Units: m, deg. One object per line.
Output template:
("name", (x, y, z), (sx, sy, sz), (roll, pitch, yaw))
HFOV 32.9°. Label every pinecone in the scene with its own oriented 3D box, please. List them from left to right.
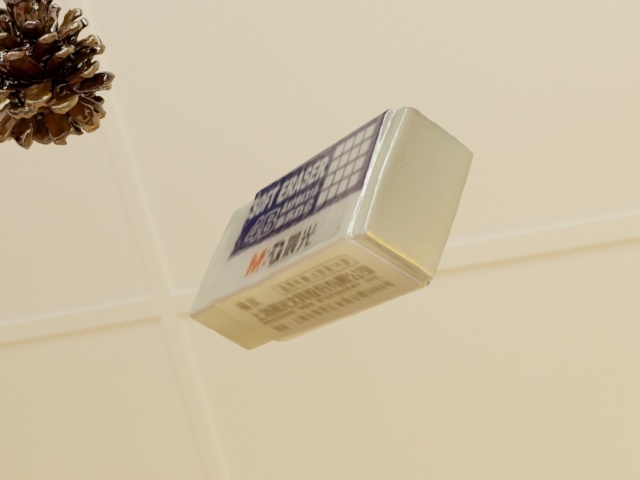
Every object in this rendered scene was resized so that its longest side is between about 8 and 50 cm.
("pinecone", (-0.354, -0.217, 1.365), (0.179, 0.150, 0.195), (-13, -76, -10))

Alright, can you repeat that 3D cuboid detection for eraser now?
("eraser", (0.000, 0.000, 0.891), (0.081, 0.124, 0.279), (32, -30, -21))
